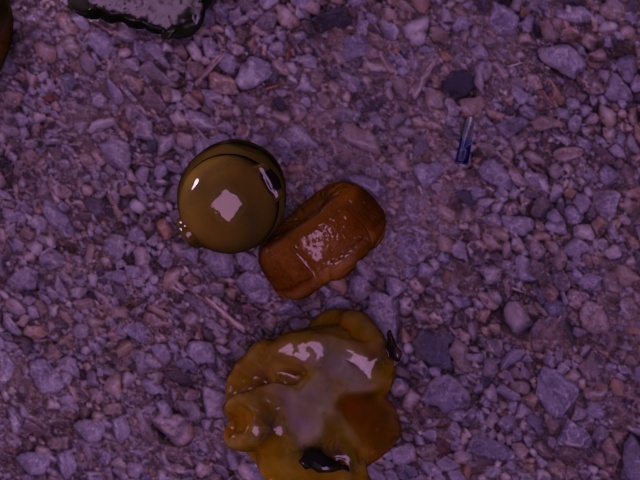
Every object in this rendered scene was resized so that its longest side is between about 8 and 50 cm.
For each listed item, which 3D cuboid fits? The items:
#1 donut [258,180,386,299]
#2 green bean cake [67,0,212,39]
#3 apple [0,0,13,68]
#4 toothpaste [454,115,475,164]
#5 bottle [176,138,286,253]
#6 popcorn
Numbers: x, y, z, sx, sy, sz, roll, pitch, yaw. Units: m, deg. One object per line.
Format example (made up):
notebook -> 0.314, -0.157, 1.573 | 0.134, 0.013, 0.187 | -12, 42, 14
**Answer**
donut -> 0.001, -0.001, 1.530 | 0.226, 0.226, 0.114 | -36, 101, 2
green bean cake -> -0.276, -0.434, 1.506 | 0.227, 0.125, 0.222 | 10, 95, -6
apple -> -0.604, -0.333, 1.436 | 0.264, 0.264, 0.264 | 0, 97, -3
toothpaste -> 0.247, -0.171, 1.621 | 0.024, 0.015, 0.083 | 7, 103, -5
bottle -> -0.137, -0.067, 1.444 | 0.172, 0.351, 0.171 | 0, 97, -2
popcorn -> -0.005, 0.284, 1.560 | 0.316, 0.281, 0.297 | -24, 79, -30
